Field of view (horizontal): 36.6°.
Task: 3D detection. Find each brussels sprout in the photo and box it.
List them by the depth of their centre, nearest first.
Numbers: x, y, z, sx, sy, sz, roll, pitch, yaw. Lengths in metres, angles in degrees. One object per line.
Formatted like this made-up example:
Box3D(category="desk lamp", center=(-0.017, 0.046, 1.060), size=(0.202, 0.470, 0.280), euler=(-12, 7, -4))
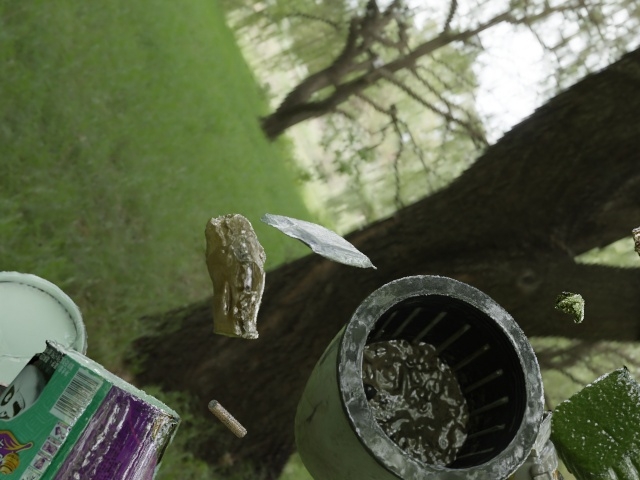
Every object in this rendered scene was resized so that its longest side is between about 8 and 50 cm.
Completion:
Box3D(category="brussels sprout", center=(0.608, 0.157, 2.350), size=(0.085, 0.058, 0.085), euler=(31, -28, 19))

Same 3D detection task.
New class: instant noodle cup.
Box3D(category="instant noodle cup", center=(-0.297, 0.245, 1.161), size=(0.251, 0.190, 0.251), euler=(30, -10, 6))
Box3D(category="instant noodle cup", center=(-0.464, 0.185, 1.378), size=(0.243, 0.231, 0.243), euler=(21, 43, -20))

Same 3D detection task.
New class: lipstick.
Box3D(category="lipstick", center=(-0.149, 0.286, 1.548), size=(0.094, 0.019, 0.019), euler=(53, 10, -42))

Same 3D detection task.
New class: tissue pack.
Box3D(category="tissue pack", center=(0.000, 0.000, 1.579), size=(0.122, 0.026, 0.193), euler=(38, 14, 35))

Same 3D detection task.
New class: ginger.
Box3D(category="ginger", center=(-0.171, 0.073, 1.974), size=(0.116, 0.109, 0.263), euler=(5, 77, -47))

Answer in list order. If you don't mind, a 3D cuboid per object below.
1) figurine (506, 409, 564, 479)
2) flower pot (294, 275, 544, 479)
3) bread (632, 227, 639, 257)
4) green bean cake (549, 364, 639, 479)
Box3D(category="figurine", center=(0.389, 0.444, 1.846), size=(0.308, 0.143, 0.308), euler=(-12, 90, -83))
Box3D(category="flower pot", center=(0.114, 0.239, 1.389), size=(0.293, 0.294, 0.330), euler=(66, -25, 15))
Box3D(category="bread", center=(0.560, 0.003, 1.508), size=(0.054, 0.136, 0.154), euler=(52, 19, -19))
Box3D(category="green bean cake", center=(0.657, 0.442, 2.158), size=(0.156, 0.247, 0.250), euler=(56, -3, -29))
